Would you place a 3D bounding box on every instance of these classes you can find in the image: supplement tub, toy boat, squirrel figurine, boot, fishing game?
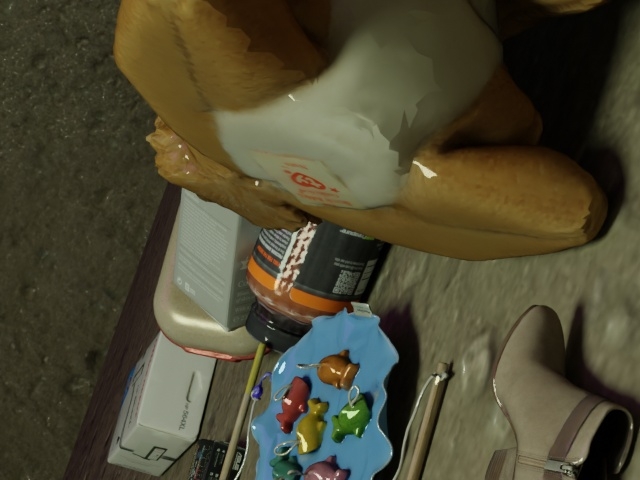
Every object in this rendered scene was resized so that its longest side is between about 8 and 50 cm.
[{"bbox_3d":[0.000,0.000,0.976,0.106,0.106,0.198,-111,42,-69],"label":"supplement tub"},{"bbox_3d":[-0.083,0.028,1.257,0.151,0.151,0.231,62,-139,-68],"label":"toy boat"},{"bbox_3d":[0.044,-0.196,0.751,0.370,0.281,0.397,-68,15,-16],"label":"squirrel figurine"},{"bbox_3d":[0.120,0.085,0.556,0.087,0.042,0.118,-19,55,65],"label":"boot"},{"bbox_3d":[-0.006,0.135,0.844,0.264,0.041,0.189,4,75,60],"label":"fishing game"}]

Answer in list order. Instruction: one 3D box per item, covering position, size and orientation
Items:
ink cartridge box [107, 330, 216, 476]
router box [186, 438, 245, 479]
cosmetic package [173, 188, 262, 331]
[{"bbox_3d":[-0.220,0.225,1.567,0.203,0.086,0.148,130,155,-57],"label":"ink cartridge box"},{"bbox_3d":[-0.123,0.278,1.226,0.092,0.038,0.122,156,132,-71],"label":"router box"},{"bbox_3d":[-0.053,-0.052,1.046,0.107,0.127,0.238,38,131,39],"label":"cosmetic package"}]
